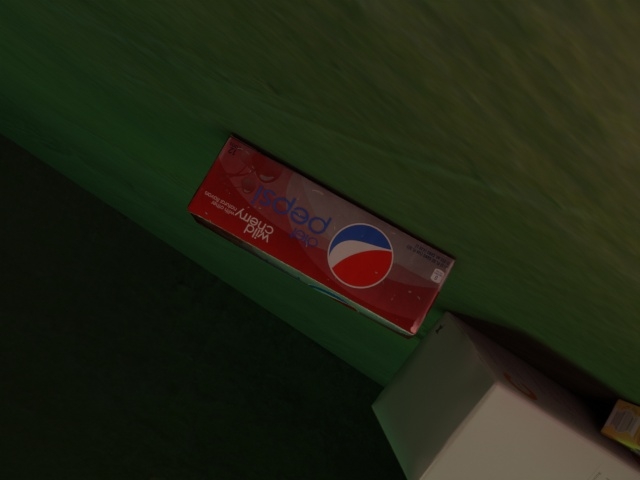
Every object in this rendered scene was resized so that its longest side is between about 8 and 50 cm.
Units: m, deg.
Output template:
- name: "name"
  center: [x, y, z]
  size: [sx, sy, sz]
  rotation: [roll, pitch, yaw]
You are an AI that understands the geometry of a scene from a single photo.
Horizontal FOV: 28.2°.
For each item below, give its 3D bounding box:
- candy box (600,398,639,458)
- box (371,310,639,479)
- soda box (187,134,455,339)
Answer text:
- name: "candy box"
  center: [0.427, 0.249, 1.482]
  size: [0.109, 0.053, 0.187]
  rotation: [34, 171, -25]
- name: "box"
  center: [0.266, 0.274, 1.616]
  size: [0.345, 0.168, 0.215]
  rotation: [33, -169, -21]
- name: "soda box"
  center: [0.000, 0.000, 1.304]
  size: [0.263, 0.092, 0.083]
  rotation: [29, 174, 5]
